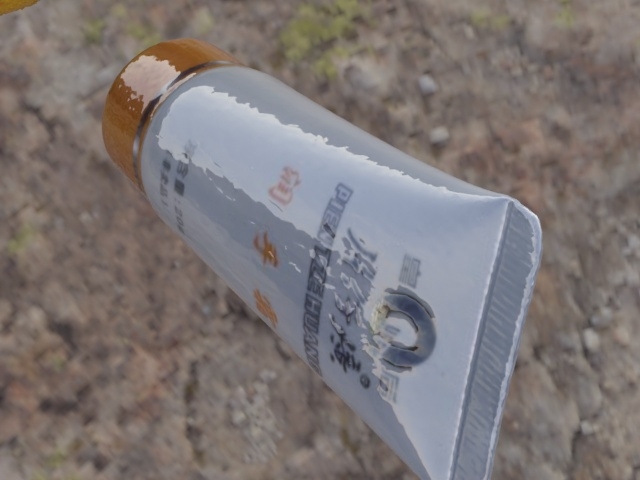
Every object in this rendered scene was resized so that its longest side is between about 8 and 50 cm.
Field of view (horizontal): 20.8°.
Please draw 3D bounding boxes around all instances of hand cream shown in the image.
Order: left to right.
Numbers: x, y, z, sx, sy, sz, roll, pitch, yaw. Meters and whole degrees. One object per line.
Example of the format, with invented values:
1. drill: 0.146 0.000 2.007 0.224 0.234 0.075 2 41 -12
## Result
1. hand cream: 0.000 0.000 0.808 0.089 0.139 0.314 -5 24 -33

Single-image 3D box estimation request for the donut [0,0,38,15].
1. donut: -0.264 -0.266 1.305 0.253 0.253 0.118 -27 67 0
